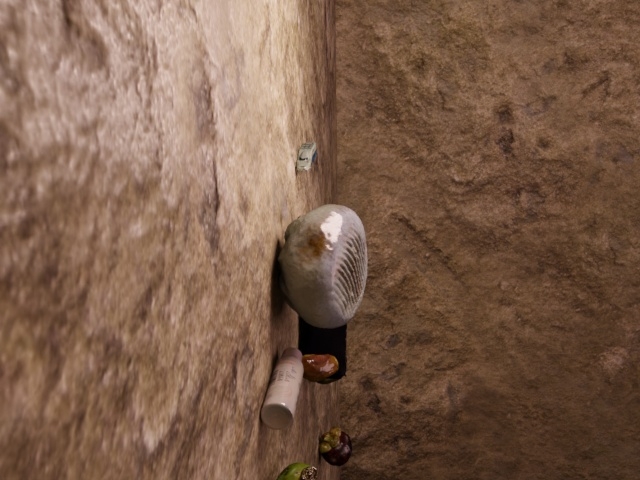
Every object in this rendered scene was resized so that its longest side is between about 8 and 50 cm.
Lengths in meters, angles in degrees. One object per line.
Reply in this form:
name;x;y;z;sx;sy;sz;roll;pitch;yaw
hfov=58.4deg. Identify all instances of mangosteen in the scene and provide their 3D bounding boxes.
mangosteen;0.067;0.971;2.714;0.180;0.166;0.166;55;26;-34

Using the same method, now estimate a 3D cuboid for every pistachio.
pistachio;-0.005;0.422;1.887;0.049;0.173;0.089;3;-92;62

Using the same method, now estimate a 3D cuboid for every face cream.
face cream;-0.089;0.362;1.450;0.269;0.082;0.081;-78;167;-68

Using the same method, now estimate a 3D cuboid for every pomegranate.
pomegranate;-0.065;0.645;1.475;0.143;0.123;0.169;-89;177;-47

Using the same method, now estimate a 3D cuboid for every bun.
bun;0.003;0.073;1.595;0.362;0.211;0.361;2;90;-72

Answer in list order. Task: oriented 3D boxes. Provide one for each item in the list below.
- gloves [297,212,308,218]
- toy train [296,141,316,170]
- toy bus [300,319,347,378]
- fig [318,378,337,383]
gloves;-0.050;-0.014;1.759;0.110;0.094;0.144;4;106;-76
toy train;-0.050;-0.289;1.966;0.234;0.052;0.051;-74;160;-68
toy bus;0.006;0.289;2.040;0.162;0.171;0.386;138;-45;-78
fig;0.013;0.444;2.285;0.151;0.152;0.259;-70;145;-74
